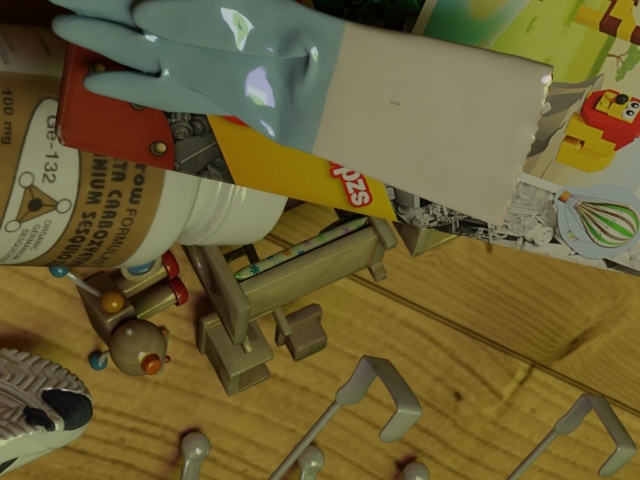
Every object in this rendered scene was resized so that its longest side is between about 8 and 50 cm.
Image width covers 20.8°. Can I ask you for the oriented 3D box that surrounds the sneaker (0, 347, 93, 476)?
[{"bbox_3d":[-0.254,0.162,1.092,0.235,0.094,0.153,-19,135,-20],"label":"sneaker"}]

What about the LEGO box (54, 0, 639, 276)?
[{"bbox_3d":[0.109,-0.255,0.795,0.372,0.193,0.500,12,123,-4],"label":"LEGO box"}]

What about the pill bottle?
[{"bbox_3d":[-0.136,-0.050,0.962,0.229,0.131,0.131,2,124,-35],"label":"pill bottle"}]

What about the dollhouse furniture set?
[{"bbox_3d":[0.000,0.000,1.151,0.182,0.101,0.161,-23,160,-16],"label":"dollhouse furniture set"}]

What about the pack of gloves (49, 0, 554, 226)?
[{"bbox_3d":[-0.002,-0.129,0.753,0.232,0.046,0.195,18,124,5],"label":"pack of gloves"}]

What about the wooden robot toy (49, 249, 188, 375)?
[{"bbox_3d":[-0.114,0.047,1.097,0.076,0.079,0.173,-27,137,-12],"label":"wooden robot toy"}]

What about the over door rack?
[{"bbox_3d":[0.030,0.176,1.262,0.239,0.108,0.324,12,139,-39],"label":"over door rack"}]
